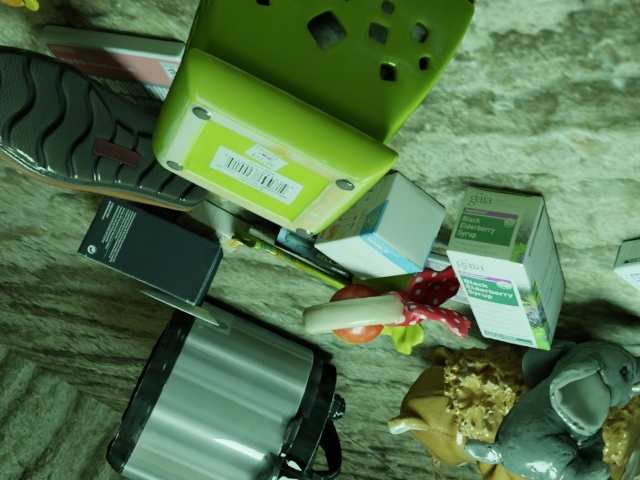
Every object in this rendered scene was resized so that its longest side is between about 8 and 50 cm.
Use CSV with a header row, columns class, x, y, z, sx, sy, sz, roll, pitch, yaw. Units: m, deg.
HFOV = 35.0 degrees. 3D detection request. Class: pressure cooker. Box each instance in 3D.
class,x,y,z,sx,sy,sz,roll,pitch,yaw
pressure cooker,-0.152,0.343,1.928,0.420,0.370,0.375,24,147,-7

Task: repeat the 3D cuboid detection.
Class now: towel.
class,x,y,z,sx,sy,sz,roll,pitch,yaw
towel,-0.018,0.046,1.519,0.237,0.021,0.102,27,180,-25

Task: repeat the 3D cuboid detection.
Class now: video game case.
class,x,y,z,sx,sy,sz,roll,pitch,yaw
video game case,0.198,0.058,1.426,0.087,0.011,0.122,14,156,20
video game case,-0.207,-0.163,1.294,0.204,0.025,0.285,12,155,24

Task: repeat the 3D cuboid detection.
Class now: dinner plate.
class,x,y,z,sx,sy,sz,roll,pitch,yaw
dinner plate,-0.225,0.102,1.628,0.141,0.017,0.141,22,175,2

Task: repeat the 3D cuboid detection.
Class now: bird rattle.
class,x,y,z,sx,sy,sz,roll,pitch,yaw
bird rattle,0.081,0.102,1.342,0.207,0.143,0.253,-8,-178,-10

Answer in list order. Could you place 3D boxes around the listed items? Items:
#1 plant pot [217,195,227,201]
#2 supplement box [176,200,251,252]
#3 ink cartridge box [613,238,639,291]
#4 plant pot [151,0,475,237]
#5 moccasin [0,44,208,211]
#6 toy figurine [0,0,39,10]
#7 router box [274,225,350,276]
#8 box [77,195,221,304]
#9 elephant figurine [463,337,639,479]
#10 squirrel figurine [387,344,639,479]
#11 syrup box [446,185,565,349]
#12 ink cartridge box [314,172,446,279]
class,x,y,z,sx,sy,sz,roll,pitch,yaw
plant pot,-0.085,-0.120,1.167,0.134,0.134,0.095,-15,112,56
supplement box,-0.163,-0.024,1.545,0.098,0.036,0.062,29,158,-15
ink cartridge box,0.480,0.057,1.115,0.223,0.045,0.224,33,155,-22
plant pot,-0.025,-0.142,0.936,0.228,0.207,0.227,26,157,-10
moccasin,-0.284,-0.132,1.175,0.147,0.139,0.380,16,-177,35
toy figurine,-0.359,-0.300,0.969,0.209,0.148,0.213,-2,147,45
router box,0.000,0.000,1.444,0.122,0.038,0.092,24,158,-2
box,-0.250,0.021,1.559,0.184,0.103,0.261,27,175,-3
elephant figurine,0.331,0.195,1.302,0.169,0.239,0.186,20,-176,42
squirrel figurine,0.297,0.269,1.564,0.370,0.281,0.397,23,146,28
syrup box,0.232,0.038,1.240,0.093,0.096,0.237,10,155,25
ink cartridge box,0.068,-0.014,1.280,0.090,0.092,0.143,36,154,-27
